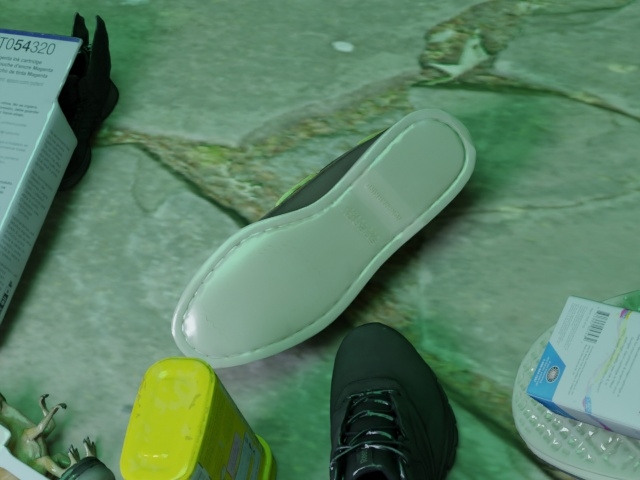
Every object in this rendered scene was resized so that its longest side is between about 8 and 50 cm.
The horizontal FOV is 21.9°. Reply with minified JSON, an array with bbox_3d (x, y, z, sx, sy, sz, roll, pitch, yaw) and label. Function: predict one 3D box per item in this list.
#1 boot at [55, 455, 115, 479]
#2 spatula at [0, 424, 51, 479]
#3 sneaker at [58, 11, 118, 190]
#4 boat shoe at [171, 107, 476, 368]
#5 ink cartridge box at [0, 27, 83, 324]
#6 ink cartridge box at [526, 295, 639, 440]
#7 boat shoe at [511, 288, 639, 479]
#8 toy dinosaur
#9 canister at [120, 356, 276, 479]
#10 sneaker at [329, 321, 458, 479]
[{"bbox_3d":[-0.184,0.316,1.349,0.161,0.083,0.246,24,89,22],"label":"boot"},{"bbox_3d":[-0.288,0.260,1.456,0.242,0.019,0.168,29,83,26],"label":"spatula"},{"bbox_3d":[-0.254,-0.142,1.692,0.051,0.089,0.170,10,61,23],"label":"sneaker"},{"bbox_3d":[0.000,0.000,1.512,0.324,0.097,0.116,-41,95,-7],"label":"boat shoe"},{"bbox_3d":[-0.415,-0.066,1.678,0.324,0.071,0.330,10,67,27],"label":"ink cartridge box"},{"bbox_3d":[0.232,0.101,1.261,0.122,0.052,0.088,14,73,47],"label":"ink cartridge box"},{"bbox_3d":[0.383,0.133,1.270,0.500,0.156,0.186,-5,60,33],"label":"boat shoe"},{"bbox_3d":[-0.252,0.206,1.492,0.093,0.053,0.183,-25,68,14],"label":"toy dinosaur"},{"bbox_3d":[-0.100,0.187,1.371,0.073,0.170,0.126,1,58,18],"label":"canister"},{"bbox_3d":[0.054,0.180,1.353,0.109,0.130,0.286,-15,53,10],"label":"sneaker"}]
